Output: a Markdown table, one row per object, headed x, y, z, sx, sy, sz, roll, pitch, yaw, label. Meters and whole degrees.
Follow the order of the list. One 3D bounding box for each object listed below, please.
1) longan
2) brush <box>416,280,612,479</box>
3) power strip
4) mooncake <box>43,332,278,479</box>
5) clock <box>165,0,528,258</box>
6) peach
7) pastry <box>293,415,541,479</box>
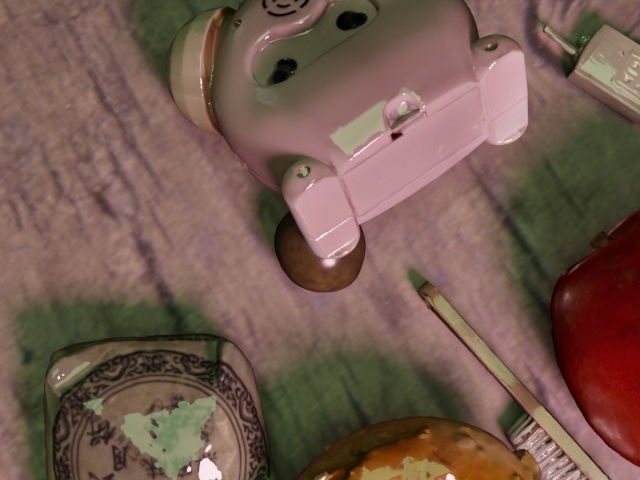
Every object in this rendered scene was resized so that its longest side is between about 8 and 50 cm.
| x | y | z | sx | sy | sz | roll | pitch | yaw | label |
| --- | --- | --- | --- | --- | --- | --- | --- | --- | --- |
| 0.000 | 0.000 | 1.141 | 0.106 | 0.106 | 0.119 | 6 | 88 | 0 | longan |
| 0.214 | 0.184 | 1.141 | 0.065 | 0.070 | 0.327 | -42 | 83 | 5 | brush |
| 0.344 | -0.212 | 1.200 | 0.175 | 0.042 | 0.075 | 32 | 85 | 3 | power strip |
| -0.179 | 0.227 | 1.092 | 0.255 | 0.136 | 0.250 | -7 | 87 | -1 | mooncake |
| 0.021 | -0.187 | 1.098 | 0.342 | 0.184 | 0.325 | -30 | 55 | -8 | clock |
| 0.391 | 0.131 | 1.085 | 0.361 | 0.201 | 0.258 | 52 | 54 | -8 | peach |
| 0.092 | 0.328 | 1.056 | 0.316 | 0.184 | 0.284 | -24 | 90 | -4 | pastry |
